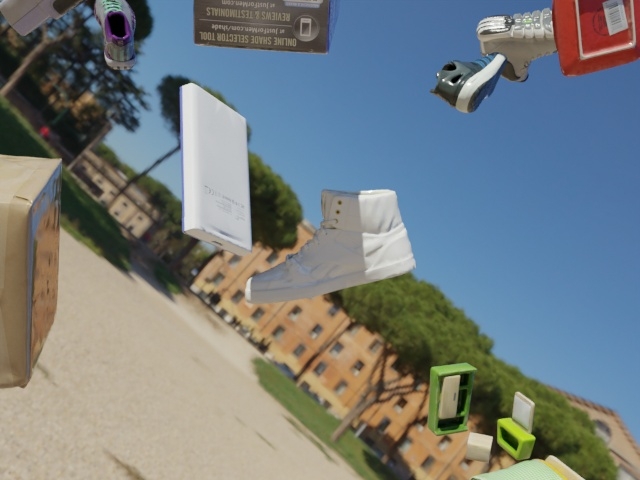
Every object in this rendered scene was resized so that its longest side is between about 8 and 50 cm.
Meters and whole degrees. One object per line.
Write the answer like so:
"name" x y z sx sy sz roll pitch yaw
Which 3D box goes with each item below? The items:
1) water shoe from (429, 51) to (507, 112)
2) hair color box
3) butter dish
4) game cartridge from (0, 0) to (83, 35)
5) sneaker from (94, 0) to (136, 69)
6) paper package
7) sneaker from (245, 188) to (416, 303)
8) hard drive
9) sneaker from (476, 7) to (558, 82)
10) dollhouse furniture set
"water shoe" 0.229 -0.257 1.203 0.080 0.073 0.203 28 31 12
"hair color box" -0.066 -0.372 1.173 0.185 0.110 0.339 4 28 2
"butter dish" 0.448 -0.369 1.318 0.118 0.159 0.160 -128 -155 -70
"game cartridge" -0.203 -0.376 0.930 0.068 0.355 0.230 51 30 -25
"sneaker" -0.424 -0.469 1.643 0.098 0.083 0.224 113 -37 -56
"paper package" -0.549 0.039 1.331 0.168 0.325 0.309 4 19 -10
"sneaker" 0.000 0.000 1.312 0.108 0.292 0.169 -115 -169 -79
"hard drive" -0.220 -0.145 1.658 0.040 0.319 0.210 -13 -20 25
"sneaker" 0.416 -0.365 1.496 0.228 0.086 0.132 3 -44 17
"dollhouse furniture set" 0.141 0.152 0.610 0.076 0.059 0.151 -3 16 -23
